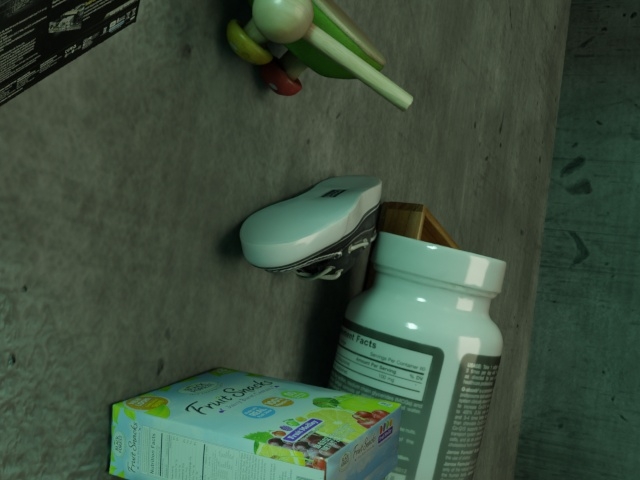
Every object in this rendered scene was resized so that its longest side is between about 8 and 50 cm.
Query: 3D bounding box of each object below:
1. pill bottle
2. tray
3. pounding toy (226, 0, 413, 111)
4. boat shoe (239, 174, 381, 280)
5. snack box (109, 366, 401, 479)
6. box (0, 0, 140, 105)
[{"bbox_3d":[0.118,0.184,1.048,0.210,0.210,0.362,13,91,-65],"label":"pill bottle"},{"bbox_3d":[0.180,0.097,1.369,0.411,0.076,0.202,37,63,-61],"label":"tray"},{"bbox_3d":[-0.029,-0.194,0.801,0.183,0.110,0.237,37,18,-29],"label":"pounding toy"},{"bbox_3d":[0.000,0.000,0.937,0.301,0.108,0.102,-39,129,-66],"label":"boat shoe"},{"bbox_3d":[-0.053,0.177,0.727,0.174,0.207,0.070,-8,102,-65],"label":"snack box"},{"bbox_3d":[-0.176,-0.173,0.469,0.180,0.078,0.147,-54,174,-46],"label":"box"}]
